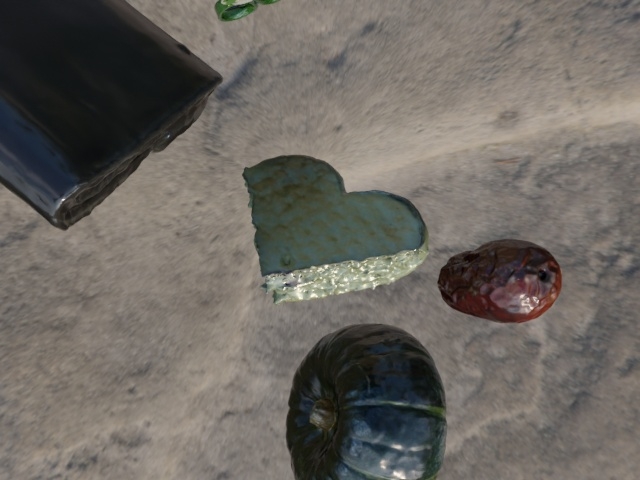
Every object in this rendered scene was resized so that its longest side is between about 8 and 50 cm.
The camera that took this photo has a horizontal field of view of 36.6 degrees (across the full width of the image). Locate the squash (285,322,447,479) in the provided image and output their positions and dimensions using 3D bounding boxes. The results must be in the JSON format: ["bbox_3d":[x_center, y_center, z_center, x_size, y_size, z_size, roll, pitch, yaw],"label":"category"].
[{"bbox_3d":[0.057,0.231,1.228,0.165,0.252,0.252,6,94,-21],"label":"squash"}]

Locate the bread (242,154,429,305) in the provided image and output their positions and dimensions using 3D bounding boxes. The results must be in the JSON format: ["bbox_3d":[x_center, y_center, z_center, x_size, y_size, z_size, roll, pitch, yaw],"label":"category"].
[{"bbox_3d":[0.000,0.000,1.044,0.232,0.064,0.172,25,63,25],"label":"bread"}]

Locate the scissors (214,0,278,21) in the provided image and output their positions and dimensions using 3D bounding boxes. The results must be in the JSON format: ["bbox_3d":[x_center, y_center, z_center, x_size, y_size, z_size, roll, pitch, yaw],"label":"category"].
[{"bbox_3d":[-0.092,-0.283,1.078,0.101,0.204,0.027,-24,89,12],"label":"scissors"}]

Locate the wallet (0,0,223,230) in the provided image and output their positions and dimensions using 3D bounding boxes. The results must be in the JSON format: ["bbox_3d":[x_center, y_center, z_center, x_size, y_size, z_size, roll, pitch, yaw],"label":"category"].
[{"bbox_3d":[-0.281,-0.190,0.699,0.406,0.228,0.062,39,126,-2],"label":"wallet"}]

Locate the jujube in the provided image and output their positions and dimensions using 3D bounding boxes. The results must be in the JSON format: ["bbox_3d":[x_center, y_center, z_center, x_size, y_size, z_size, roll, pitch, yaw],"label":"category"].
[{"bbox_3d":[0.152,0.036,0.850,0.077,0.129,0.077,0,89,-28],"label":"jujube"}]
